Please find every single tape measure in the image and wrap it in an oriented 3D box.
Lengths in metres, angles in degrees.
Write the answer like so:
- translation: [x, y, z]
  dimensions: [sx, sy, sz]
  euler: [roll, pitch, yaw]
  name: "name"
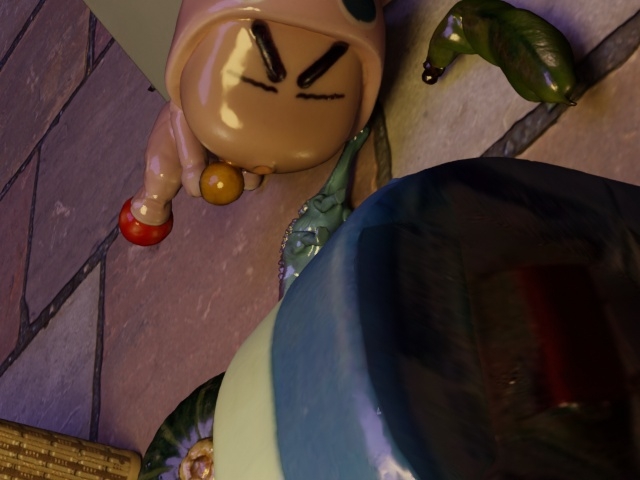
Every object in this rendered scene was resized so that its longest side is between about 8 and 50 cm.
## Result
- translation: [0.091, 0.101, 0.511]
  dimensions: [0.259, 0.262, 0.138]
  euler: [-98, 30, -46]
  name: "tape measure"

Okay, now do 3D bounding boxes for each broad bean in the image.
- translation: [0.114, -0.120, 0.824]
  dimensions: [0.195, 0.046, 0.061]
  euler: [-154, 73, -67]
  name: "broad bean"

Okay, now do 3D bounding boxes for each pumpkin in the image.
- translation: [-0.038, 0.156, 0.825]
  dimensions: [0.167, 0.125, 0.167]
  euler: [-9, 74, 34]
  name: "pumpkin"

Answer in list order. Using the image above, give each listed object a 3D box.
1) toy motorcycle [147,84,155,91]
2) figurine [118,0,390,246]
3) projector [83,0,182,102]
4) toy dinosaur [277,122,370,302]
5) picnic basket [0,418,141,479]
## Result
- translation: [-0.099, -0.303, 1.237]
  dimensions: [0.401, 0.134, 0.207]
  euler: [-46, 39, 31]
  name: "toy motorcycle"
- translation: [-0.042, -0.097, 0.969]
  dimensions: [0.287, 0.176, 0.186]
  euler: [-50, 37, 45]
  name: "figurine"
- translation: [-0.069, -0.238, 1.084]
  dimensions: [0.192, 0.099, 0.256]
  euler: [51, 128, 9]
  name: "projector"
- translation: [0.000, 0.000, 0.952]
  dimensions: [0.197, 0.045, 0.080]
  euler: [-66, 20, -12]
  name: "toy dinosaur"
- translation: [-0.322, 0.278, 1.194]
  dimensions: [0.313, 0.175, 0.228]
  euler: [-15, 59, 58]
  name: "picnic basket"
